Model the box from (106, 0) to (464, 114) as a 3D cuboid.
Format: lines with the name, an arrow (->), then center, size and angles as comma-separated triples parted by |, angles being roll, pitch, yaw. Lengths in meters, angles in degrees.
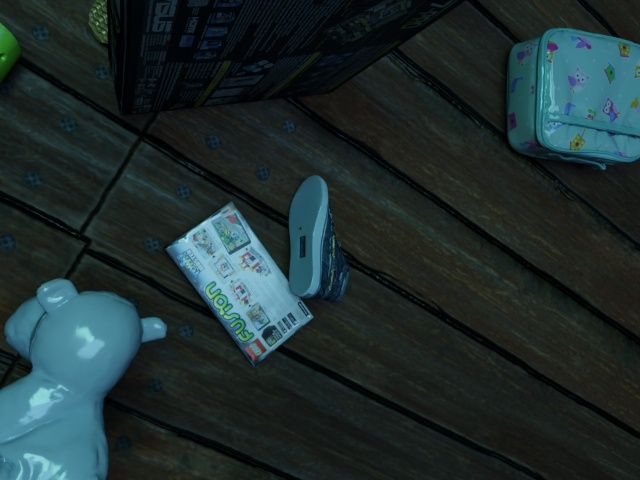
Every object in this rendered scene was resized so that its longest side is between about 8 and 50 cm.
box -> -0.060, -0.234, 0.553 | 0.318, 0.395, 0.097 | -11, 94, -20

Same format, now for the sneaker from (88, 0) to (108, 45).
sneaker -> -0.216, -0.319, 0.673 | 0.185, 0.084, 0.069 | -33, 106, 8

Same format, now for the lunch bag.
lunch bag -> 0.469, -0.243, 0.913 | 0.279, 0.108, 0.224 | 2, 89, -21

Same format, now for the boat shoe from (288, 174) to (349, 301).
boat shoe -> 0.000, 0.000, 0.760 | 0.083, 0.065, 0.183 | 20, 69, -46

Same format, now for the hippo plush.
hippo plush -> -0.305, 0.156, 0.535 | 0.234, 0.294, 0.237 | 25, 72, -41

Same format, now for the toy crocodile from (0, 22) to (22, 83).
toy crocodile -> -0.507, -0.275, 0.545 | 0.340, 0.105, 0.115 | 18, 84, -16

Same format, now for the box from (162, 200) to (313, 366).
box -> -0.113, 0.061, 0.723 | 0.114, 0.036, 0.207 | -37, 103, -17
